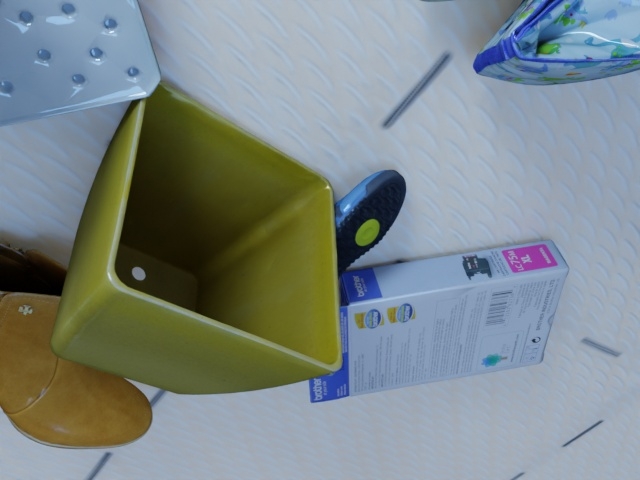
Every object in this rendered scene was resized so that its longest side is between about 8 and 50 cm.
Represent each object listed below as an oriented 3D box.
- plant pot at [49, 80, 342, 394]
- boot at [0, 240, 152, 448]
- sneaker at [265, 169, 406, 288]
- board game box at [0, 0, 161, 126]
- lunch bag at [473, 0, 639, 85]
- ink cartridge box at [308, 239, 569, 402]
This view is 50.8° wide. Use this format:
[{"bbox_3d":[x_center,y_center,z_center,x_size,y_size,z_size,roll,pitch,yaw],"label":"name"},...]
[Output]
[{"bbox_3d":[-0.125,0.027,0.607,0.212,0.212,0.187,28,134,-33],"label":"plant pot"},{"bbox_3d":[-0.276,0.115,0.704,0.295,0.104,0.211,26,129,-25],"label":"boot"},{"bbox_3d":[0.000,0.000,0.700,0.209,0.082,0.069,-50,137,6],"label":"sneaker"},{"bbox_3d":[-0.340,-0.230,0.408,0.390,0.050,0.390,-12,134,-3],"label":"board game box"},{"bbox_3d":[0.205,-0.169,0.532,0.151,0.129,0.096,-20,96,3],"label":"lunch bag"},{"bbox_3d":[0.131,0.103,0.827,0.311,0.065,0.185,-10,134,-7],"label":"ink cartridge box"}]
